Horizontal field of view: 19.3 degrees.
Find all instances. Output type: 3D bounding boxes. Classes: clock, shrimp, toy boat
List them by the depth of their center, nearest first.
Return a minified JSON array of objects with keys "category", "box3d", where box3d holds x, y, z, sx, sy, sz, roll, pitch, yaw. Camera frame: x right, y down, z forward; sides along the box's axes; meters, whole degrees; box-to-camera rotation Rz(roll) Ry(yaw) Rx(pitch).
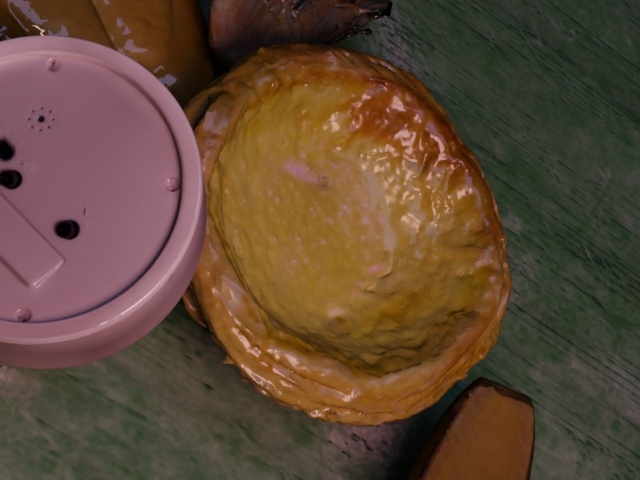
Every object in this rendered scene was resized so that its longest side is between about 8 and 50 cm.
[{"category":"clock","box3d":[-0.168,-0.024,1.154,0.196,0.068,0.197,0,71,0]},{"category":"toy boat","box3d":[0.075,0.221,1.243,0.089,0.121,0.321,22,50,3]},{"category":"shrimp","box3d":[-0.009,-0.203,1.405,0.046,0.152,0.219,27,24,31]}]

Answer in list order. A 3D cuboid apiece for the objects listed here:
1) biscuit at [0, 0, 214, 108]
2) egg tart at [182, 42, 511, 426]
[{"category":"biscuit","box3d":[-0.170,-0.181,1.322,0.203,0.041,0.260,-16,79,-42]},{"category":"egg tart","box3d":[0.000,0.000,1.306,0.294,0.123,0.294,16,61,-31]}]
